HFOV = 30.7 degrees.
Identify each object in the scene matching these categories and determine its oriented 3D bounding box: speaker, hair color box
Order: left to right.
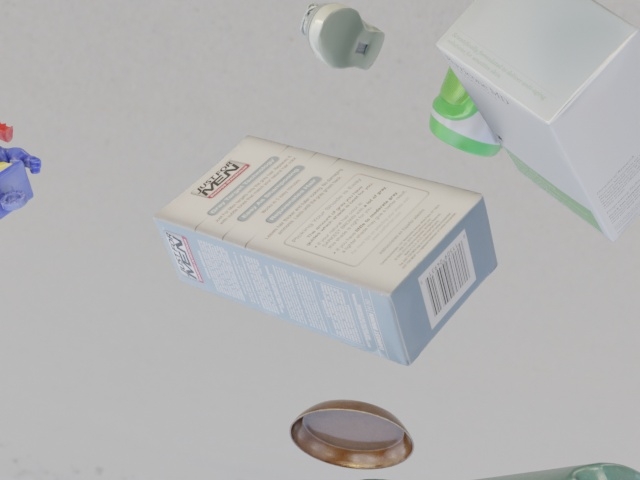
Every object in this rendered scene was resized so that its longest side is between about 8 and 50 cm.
[{"bbox_3d":[0.000,0.000,1.391,0.374,0.185,0.114,18,139,38],"label":"hair color box"},{"bbox_3d":[0.255,-0.271,1.627,0.131,0.131,0.297,17,113,-11],"label":"speaker"}]

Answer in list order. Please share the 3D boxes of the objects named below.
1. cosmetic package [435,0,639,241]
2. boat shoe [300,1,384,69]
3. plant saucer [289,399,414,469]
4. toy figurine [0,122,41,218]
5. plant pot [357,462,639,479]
[{"bbox_3d":[0.311,-0.167,1.456,0.197,0.155,0.365,43,-178,34],"label":"cosmetic package"},{"bbox_3d":[0.014,-0.271,1.523,0.081,0.079,0.227,28,-170,17],"label":"boat shoe"},{"bbox_3d":[0.043,0.256,1.557,0.168,0.029,0.168,7,145,5],"label":"plant saucer"},{"bbox_3d":[-0.518,-0.088,1.635,0.217,0.362,0.191,22,131,25],"label":"toy figurine"},{"bbox_3d":[0.180,0.372,1.133,0.341,0.341,0.334,27,145,-30],"label":"plant pot"}]
